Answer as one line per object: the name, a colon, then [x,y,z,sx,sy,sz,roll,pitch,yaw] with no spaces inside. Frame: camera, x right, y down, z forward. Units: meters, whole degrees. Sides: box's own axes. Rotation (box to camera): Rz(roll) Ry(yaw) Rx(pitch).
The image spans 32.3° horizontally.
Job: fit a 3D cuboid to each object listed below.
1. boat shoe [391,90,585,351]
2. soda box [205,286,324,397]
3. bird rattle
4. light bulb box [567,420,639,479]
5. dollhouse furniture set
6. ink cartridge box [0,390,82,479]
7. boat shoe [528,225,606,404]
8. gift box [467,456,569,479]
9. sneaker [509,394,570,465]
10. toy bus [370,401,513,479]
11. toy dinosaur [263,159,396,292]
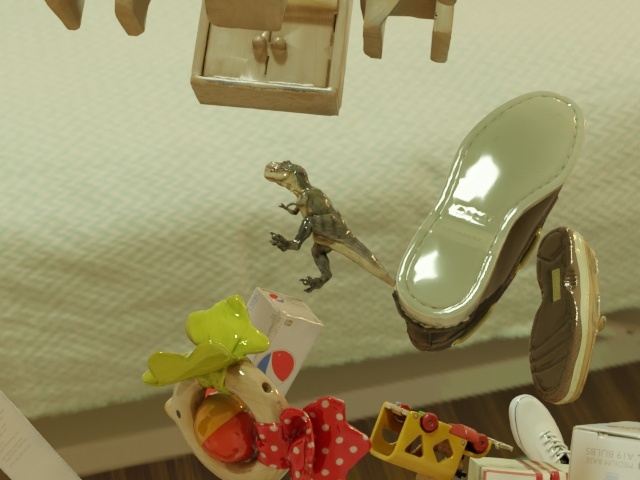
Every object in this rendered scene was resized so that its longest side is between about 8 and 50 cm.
boat shoe: [0.124,-0.018,0.816,0.081,0.068,0.227,27,61,20]
soda box: [-0.085,0.169,1.356,0.074,0.216,0.069,18,18,-37]
bird rattle: [-0.077,0.193,1.229,0.253,0.207,0.143,42,45,2]
light bulb box: [0.502,0.353,1.345,0.358,0.361,0.225,4,83,23]
dollhouse furniture set: [-0.049,-0.303,1.030,0.362,0.394,0.256,6,78,4]
ink cartridge box: [-0.406,0.156,1.174,0.176,0.371,0.069,9,48,43]
boat shoe: [0.258,0.079,1.105,0.072,0.068,0.190,27,60,-29]
gift box: [0.330,0.481,1.754,0.277,0.258,0.255,0,85,0]
sneaker: [0.464,0.423,2.196,0.094,0.091,0.258,-25,84,-21]
toy bus: [0.176,0.326,1.715,0.202,0.191,0.104,19,82,23]
toy dinosaur: [0.000,0.000,1.548,0.268,0.064,0.118,47,63,2]
